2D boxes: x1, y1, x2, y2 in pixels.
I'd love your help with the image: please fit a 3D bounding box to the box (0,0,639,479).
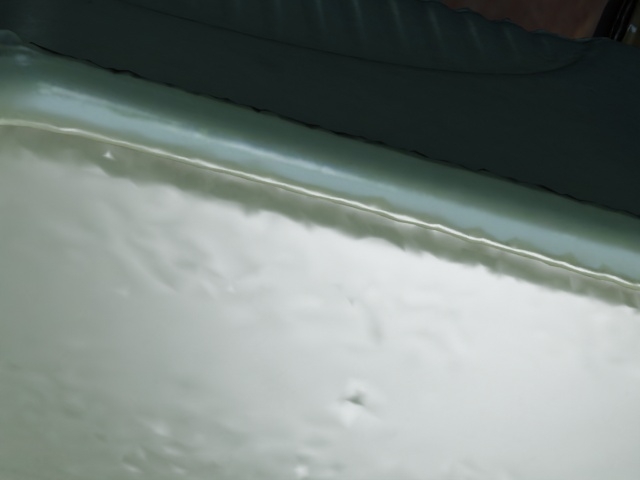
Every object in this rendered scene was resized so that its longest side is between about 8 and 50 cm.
[{"bbox_3d":[0.000,0.000,0.532,0.274,0.138,0.178,16,28,-12],"label":"box"}]
